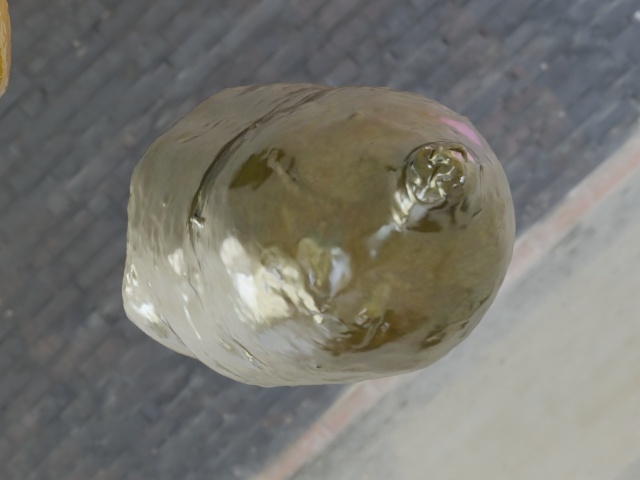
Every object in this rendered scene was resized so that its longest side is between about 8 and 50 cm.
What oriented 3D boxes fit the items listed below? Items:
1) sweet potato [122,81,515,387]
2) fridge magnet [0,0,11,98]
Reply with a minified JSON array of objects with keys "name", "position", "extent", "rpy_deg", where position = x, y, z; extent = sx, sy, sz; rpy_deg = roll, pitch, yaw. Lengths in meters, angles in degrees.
[{"name":"sweet potato","position":[0.000,0.000,0.733],"extent":[0.158,0.158,0.370],"rpy_deg":[-47,19,-13]},{"name":"fridge magnet","position":[-0.190,-0.132,0.742],"extent":[0.063,0.143,0.143],"rpy_deg":[-21,6,-17]}]
